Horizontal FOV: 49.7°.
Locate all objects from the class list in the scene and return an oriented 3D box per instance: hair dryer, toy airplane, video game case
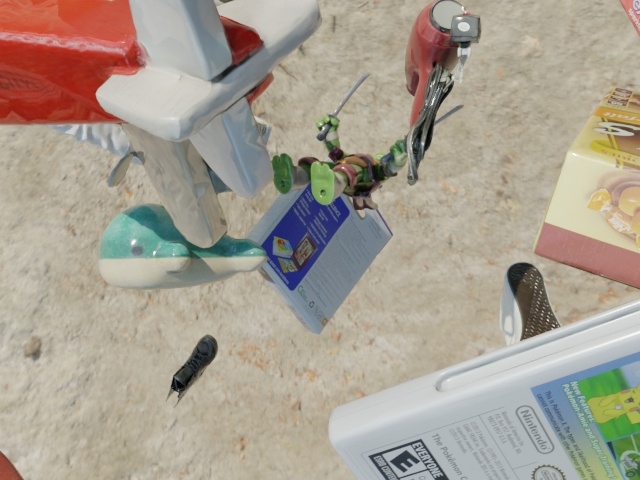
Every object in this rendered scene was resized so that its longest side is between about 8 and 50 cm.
[{"bbox_3d":[0.136,-0.213,0.935,0.080,0.293,0.224,22,112,0],"label":"hair dryer"},{"bbox_3d":[-0.173,-0.178,0.543,0.384,0.273,0.386,34,141,-13],"label":"toy airplane"},{"bbox_3d":[0.213,0.184,0.470,0.299,0.036,0.329,-24,116,19],"label":"video game case"}]

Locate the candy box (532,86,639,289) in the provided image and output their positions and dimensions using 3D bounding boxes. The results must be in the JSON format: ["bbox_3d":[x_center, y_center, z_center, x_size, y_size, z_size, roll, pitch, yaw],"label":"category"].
[{"bbox_3d":[0.306,-0.046,0.579,0.182,0.316,0.088,20,117,20],"label":"candy box"}]

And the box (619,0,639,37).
[{"bbox_3d":[0.575,-0.366,1.038,0.142,0.154,0.300,-15,73,-13],"label":"box"}]

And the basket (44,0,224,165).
[{"bbox_3d":[-0.311,-0.265,0.990,0.331,0.328,0.267,21,91,-39],"label":"basket"}]

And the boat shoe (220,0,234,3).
[{"bbox_3d":[-0.065,-0.404,0.801,0.102,0.092,0.285,11,143,-15],"label":"boat shoe"}]

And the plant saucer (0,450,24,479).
[{"bbox_3d":[-0.286,0.347,0.552,0.047,0.258,0.259,2,105,2],"label":"plant saucer"}]

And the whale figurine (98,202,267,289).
[{"bbox_3d":[-0.224,0.007,1.140,0.271,0.216,0.141,-3,88,-5],"label":"whale figurine"}]

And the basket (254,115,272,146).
[{"bbox_3d":[-0.205,-0.228,1.480,0.103,0.167,0.113,4,111,-50],"label":"basket"}]

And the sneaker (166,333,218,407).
[{"bbox_3d":[-0.287,0.290,1.539,0.051,0.089,0.170,35,122,8],"label":"sneaker"}]

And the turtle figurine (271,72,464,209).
[{"bbox_3d":[0.053,-0.172,1.212,0.198,0.266,0.275,47,131,16],"label":"turtle figurine"}]

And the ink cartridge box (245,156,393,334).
[{"bbox_3d":[0.000,0.000,1.538,0.307,0.072,0.304,-54,130,-23],"label":"ink cartridge box"}]

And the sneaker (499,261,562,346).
[{"bbox_3d":[0.402,0.192,1.305,0.105,0.290,0.123,-1,147,2],"label":"sneaker"}]
